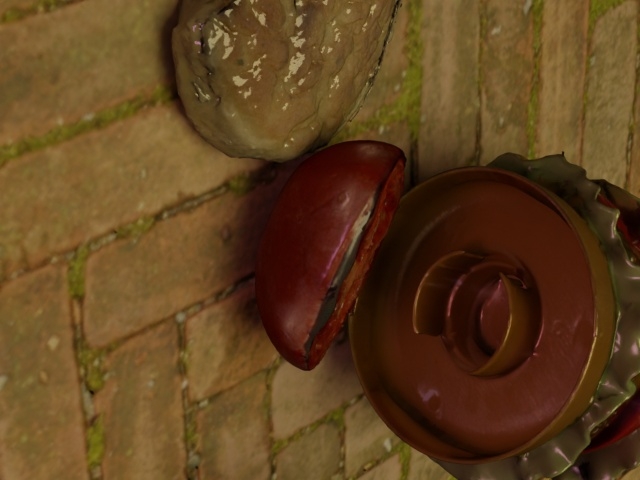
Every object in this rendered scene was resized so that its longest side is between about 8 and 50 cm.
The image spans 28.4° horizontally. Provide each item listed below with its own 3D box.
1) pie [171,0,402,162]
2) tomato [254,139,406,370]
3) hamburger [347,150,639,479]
[{"bbox_3d":[-0.010,-0.148,0.903,0.218,0.052,0.185,-50,135,-21],"label":"pie"},{"bbox_3d":[-0.003,0.004,0.940,0.174,0.082,0.166,-64,172,-6],"label":"tomato"},{"bbox_3d":[0.180,0.067,1.031,0.212,0.274,0.274,9,100,-44],"label":"hamburger"}]
